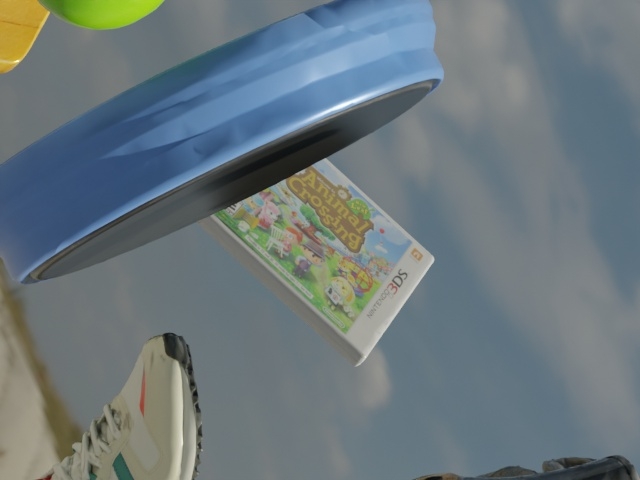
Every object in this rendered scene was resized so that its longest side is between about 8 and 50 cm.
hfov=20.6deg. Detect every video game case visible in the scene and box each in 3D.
[{"bbox_3d":[0.000,0.000,1.762,0.212,0.193,0.023,42,-51,-3],"label":"video game case"}]

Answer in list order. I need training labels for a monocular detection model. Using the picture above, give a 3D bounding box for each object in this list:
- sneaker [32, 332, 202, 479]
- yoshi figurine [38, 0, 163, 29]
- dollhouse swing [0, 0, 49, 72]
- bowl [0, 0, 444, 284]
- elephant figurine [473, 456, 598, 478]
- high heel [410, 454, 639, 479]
[{"bbox_3d":[-0.102,0.115,0.824,0.057,0.075,0.161,-109,-151,-58],"label":"sneaker"},{"bbox_3d":[-0.148,-0.238,1.060,0.203,0.203,0.362,34,-5,11],"label":"yoshi figurine"},{"bbox_3d":[-0.282,-0.184,1.465,0.347,0.315,0.305,-29,-125,52],"label":"dollhouse swing"},{"bbox_3d":[-0.081,-0.075,1.353,0.077,0.391,0.391,64,-11,2],"label":"bowl"},{"bbox_3d":[0.240,0.282,1.617,0.169,0.239,0.186,118,-36,-47],"label":"elephant figurine"},{"bbox_3d":[0.047,0.199,1.032,0.261,0.186,0.093,-49,-123,48],"label":"high heel"}]
